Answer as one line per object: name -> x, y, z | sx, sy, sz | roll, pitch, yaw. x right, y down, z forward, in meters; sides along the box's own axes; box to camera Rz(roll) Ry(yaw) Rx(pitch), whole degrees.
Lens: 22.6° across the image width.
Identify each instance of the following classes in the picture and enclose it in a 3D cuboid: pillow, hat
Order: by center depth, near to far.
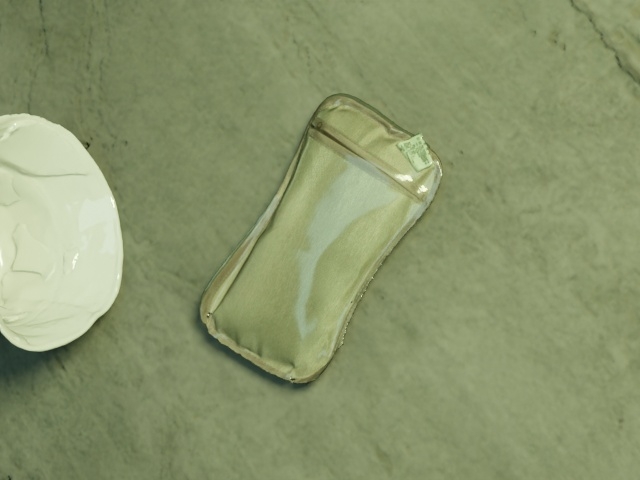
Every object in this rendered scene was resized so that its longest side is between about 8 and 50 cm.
pillow -> 0.000, 0.000, 1.294 | 0.131, 0.038, 0.232 | 32, 96, 20
hat -> -0.275, 0.002, 1.354 | 0.126, 0.203, 0.203 | -14, 76, 40
